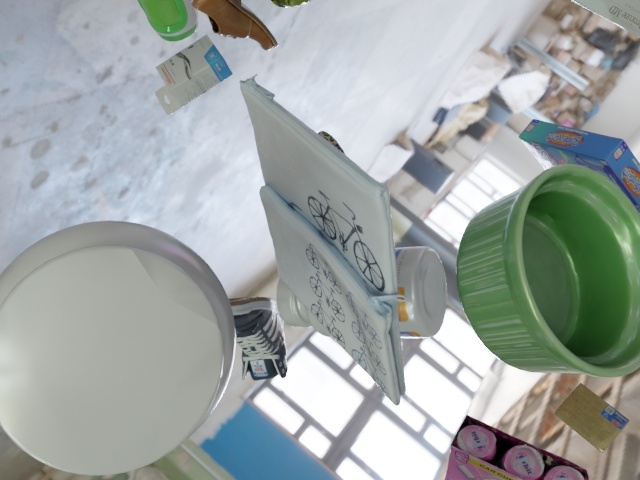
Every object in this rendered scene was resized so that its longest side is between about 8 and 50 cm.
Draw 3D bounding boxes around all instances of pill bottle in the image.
[{"bbox_3d":[-0.215,0.097,0.694,0.229,0.229,0.408,-49,-169,-13],"label":"pill bottle"},{"bbox_3d":[0.066,0.092,1.162,0.152,0.272,0.152,11,77,-60],"label":"pill bottle"}]

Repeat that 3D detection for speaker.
[{"bbox_3d":[-0.377,-0.612,1.561,0.131,0.131,0.296,-48,152,-19],"label":"speaker"}]

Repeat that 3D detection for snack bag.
[{"bbox_3d":[0.000,0.000,0.844,0.037,0.323,0.342,-26,134,-19],"label":"snack bag"}]

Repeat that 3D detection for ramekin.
[{"bbox_3d":[0.346,0.054,0.994,0.303,0.303,0.148,-45,-169,-32],"label":"ramekin"}]

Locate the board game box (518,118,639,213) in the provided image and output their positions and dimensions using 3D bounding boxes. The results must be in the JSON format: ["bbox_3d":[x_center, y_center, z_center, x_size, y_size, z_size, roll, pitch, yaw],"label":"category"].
[{"bbox_3d":[0.456,-0.125,1.145,0.047,0.160,0.210,-50,-151,0],"label":"board game box"}]

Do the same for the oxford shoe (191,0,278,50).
[{"bbox_3d":[-0.154,-0.393,1.211,0.076,0.076,0.212,-50,146,9],"label":"oxford shoe"}]

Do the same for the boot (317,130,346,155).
[{"bbox_3d":[0.009,-0.085,1.364,0.085,0.236,0.178,3,-133,47],"label":"boot"}]

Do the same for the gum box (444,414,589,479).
[{"bbox_3d":[0.282,0.342,0.973,0.062,0.188,0.107,-50,151,-37],"label":"gum box"}]

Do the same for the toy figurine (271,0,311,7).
[{"bbox_3d":[0.092,-0.457,0.995,0.362,0.217,0.191,-45,159,7],"label":"toy figurine"}]

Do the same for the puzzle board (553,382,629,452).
[{"bbox_3d":[0.604,0.395,1.504,0.096,0.128,0.011,-44,148,-10],"label":"puzzle board"}]

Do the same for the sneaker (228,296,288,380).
[{"bbox_3d":[-0.126,0.185,1.247,0.282,0.099,0.153,32,55,-75],"label":"sneaker"}]

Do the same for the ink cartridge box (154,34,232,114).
[{"bbox_3d":[-0.305,-0.379,1.543,0.180,0.104,0.060,-33,144,-1],"label":"ink cartridge box"}]

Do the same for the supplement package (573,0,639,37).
[{"bbox_3d":[0.275,-0.344,0.650,0.194,0.149,0.203,10,125,-32],"label":"supplement package"}]
